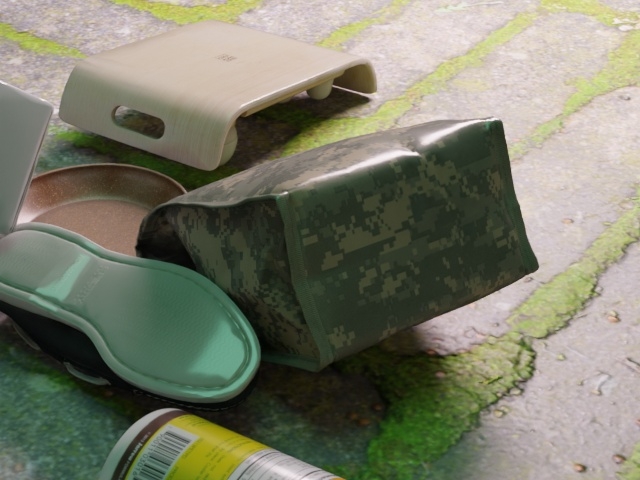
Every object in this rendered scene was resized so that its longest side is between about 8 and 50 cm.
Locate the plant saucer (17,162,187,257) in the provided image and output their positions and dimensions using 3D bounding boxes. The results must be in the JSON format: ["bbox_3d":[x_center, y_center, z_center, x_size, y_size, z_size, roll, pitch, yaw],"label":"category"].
[{"bbox_3d":[-0.224,-0.014,1.398,0.199,0.036,0.198,-1,32,1],"label":"plant saucer"}]

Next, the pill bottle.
[{"bbox_3d":[-0.042,0.202,0.974,0.215,0.117,0.117,19,37,28],"label":"pill bottle"}]

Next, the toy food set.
[{"bbox_3d":[-0.109,-0.163,1.604,0.220,0.092,0.306,19,29,30],"label":"toy food set"}]

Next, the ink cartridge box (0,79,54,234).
[{"bbox_3d":[-0.419,-0.110,1.290,0.223,0.129,0.307,23,-8,-37],"label":"ink cartridge box"}]

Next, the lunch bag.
[{"bbox_3d":[0.000,0.000,1.242,0.235,0.168,0.287,-21,12,-30],"label":"lunch bag"}]

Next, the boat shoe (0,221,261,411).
[{"bbox_3d":[-0.163,0.073,1.205,0.303,0.091,0.114,28,61,34],"label":"boat shoe"}]
